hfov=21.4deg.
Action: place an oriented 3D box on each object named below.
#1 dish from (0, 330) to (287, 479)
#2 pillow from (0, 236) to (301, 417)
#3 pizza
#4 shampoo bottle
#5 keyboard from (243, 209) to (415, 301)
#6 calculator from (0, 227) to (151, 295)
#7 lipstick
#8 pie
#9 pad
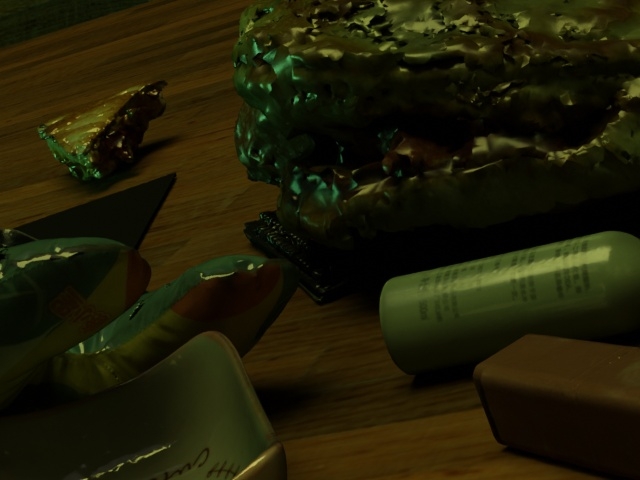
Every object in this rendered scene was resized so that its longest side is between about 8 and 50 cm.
[{"bbox_3d":[-0.089,0.123,0.775,0.151,0.077,0.212,-20,14,-6],"label":"dish"},{"bbox_3d":[-0.140,0.054,0.911,0.214,0.086,0.233,-34,-27,30],"label":"pillow"},{"bbox_3d":[-0.228,-0.102,1.779,0.154,0.069,0.194,-19,21,6],"label":"pizza"},{"bbox_3d":[0.128,0.027,0.870,0.195,0.056,0.056,-13,17,26],"label":"shampoo bottle"},{"bbox_3d":[0.000,-0.001,1.202,0.072,0.023,0.231,-21,15,-10],"label":"keyboard"},{"bbox_3d":[-0.239,0.036,1.193,0.262,0.161,0.021,-7,65,40],"label":"calculator"},{"bbox_3d":[0.128,0.072,0.728,0.045,0.045,0.145,-26,16,-27],"label":"lipstick"},{"bbox_3d":[0.150,-0.122,1.144,0.418,0.180,0.395,-14,11,-5],"label":"pie"},{"bbox_3d":[-0.241,0.009,1.515,0.202,0.005,0.300,-19,15,8],"label":"pad"}]
